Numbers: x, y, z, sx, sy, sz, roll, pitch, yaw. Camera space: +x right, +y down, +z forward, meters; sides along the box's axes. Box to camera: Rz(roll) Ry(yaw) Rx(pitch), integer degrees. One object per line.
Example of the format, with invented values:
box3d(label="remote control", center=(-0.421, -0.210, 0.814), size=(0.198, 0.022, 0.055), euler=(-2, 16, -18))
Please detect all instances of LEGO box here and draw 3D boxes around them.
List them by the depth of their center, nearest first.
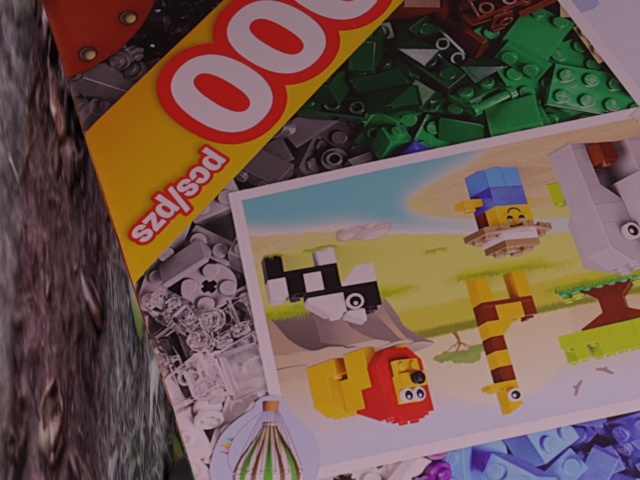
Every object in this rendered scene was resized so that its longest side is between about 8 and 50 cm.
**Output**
box3d(label="LEGO box", center=(0.166, 0.000, 0.840), size=(0.193, 0.500, 0.372), euler=(82, -12, -58))

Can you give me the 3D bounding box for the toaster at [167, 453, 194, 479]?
box3d(label="toaster", center=(-0.031, 0.230, 1.142), size=(0.168, 0.110, 0.186), euler=(77, 9, -64))
